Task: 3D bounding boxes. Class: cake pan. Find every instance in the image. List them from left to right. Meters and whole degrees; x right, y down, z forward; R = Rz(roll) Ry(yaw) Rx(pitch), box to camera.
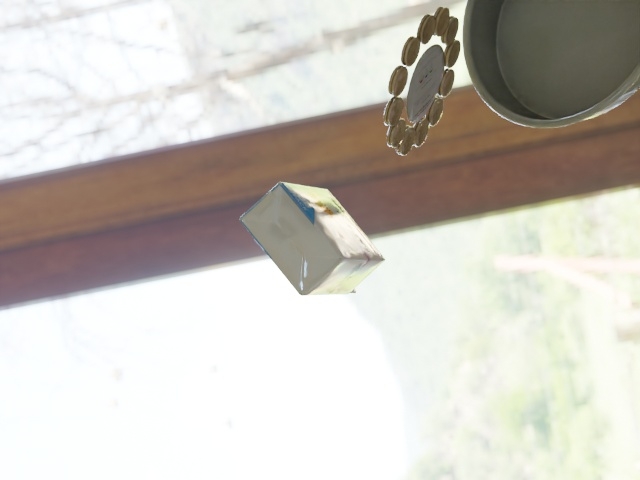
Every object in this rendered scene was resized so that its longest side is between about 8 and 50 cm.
[{"bbox_3d":[0.307,-0.275,1.936,0.054,0.293,0.293,16,-122,-49],"label":"cake pan"}]

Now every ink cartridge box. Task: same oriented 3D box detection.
[{"bbox_3d":[0.000,0.000,1.639,0.104,0.061,0.181,51,-166,13],"label":"ink cartridge box"}]

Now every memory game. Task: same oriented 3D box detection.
[{"bbox_3d":[0.122,-0.191,1.896,0.186,0.012,0.186,-47,-31,-42],"label":"memory game"}]
